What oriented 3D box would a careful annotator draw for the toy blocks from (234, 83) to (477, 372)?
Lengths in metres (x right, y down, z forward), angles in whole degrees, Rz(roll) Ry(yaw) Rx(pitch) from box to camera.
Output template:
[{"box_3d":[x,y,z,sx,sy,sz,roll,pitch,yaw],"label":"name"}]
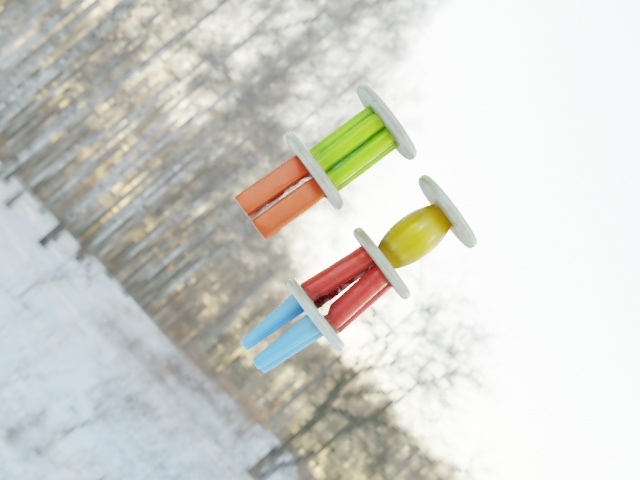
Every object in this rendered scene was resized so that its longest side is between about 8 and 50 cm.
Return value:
[{"box_3d":[0.000,0.000,0.745,0.123,0.148,0.054,53,-1,-23],"label":"toy blocks"}]
